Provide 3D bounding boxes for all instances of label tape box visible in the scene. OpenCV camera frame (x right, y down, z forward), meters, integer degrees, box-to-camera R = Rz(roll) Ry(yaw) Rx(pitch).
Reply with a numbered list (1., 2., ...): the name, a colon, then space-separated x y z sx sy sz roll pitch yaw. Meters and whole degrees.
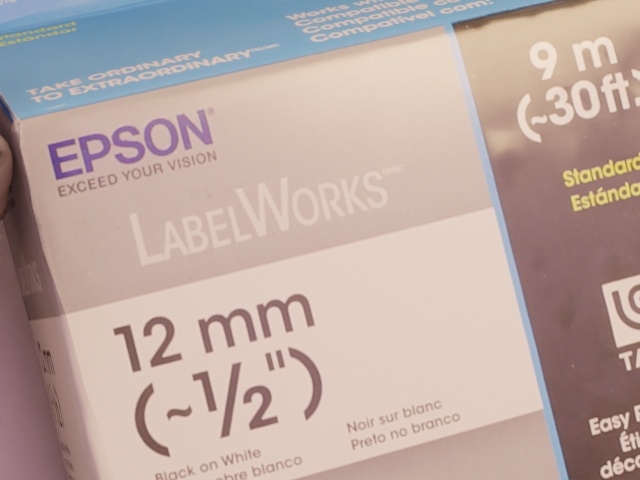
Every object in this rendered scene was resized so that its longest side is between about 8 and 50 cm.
1. label tape box: 0.013 -0.008 0.664 0.249 0.115 0.347 -14 92 -14

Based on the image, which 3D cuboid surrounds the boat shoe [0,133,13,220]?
1. boat shoe: -0.226 -0.077 0.598 0.285 0.092 0.103 37 30 0
